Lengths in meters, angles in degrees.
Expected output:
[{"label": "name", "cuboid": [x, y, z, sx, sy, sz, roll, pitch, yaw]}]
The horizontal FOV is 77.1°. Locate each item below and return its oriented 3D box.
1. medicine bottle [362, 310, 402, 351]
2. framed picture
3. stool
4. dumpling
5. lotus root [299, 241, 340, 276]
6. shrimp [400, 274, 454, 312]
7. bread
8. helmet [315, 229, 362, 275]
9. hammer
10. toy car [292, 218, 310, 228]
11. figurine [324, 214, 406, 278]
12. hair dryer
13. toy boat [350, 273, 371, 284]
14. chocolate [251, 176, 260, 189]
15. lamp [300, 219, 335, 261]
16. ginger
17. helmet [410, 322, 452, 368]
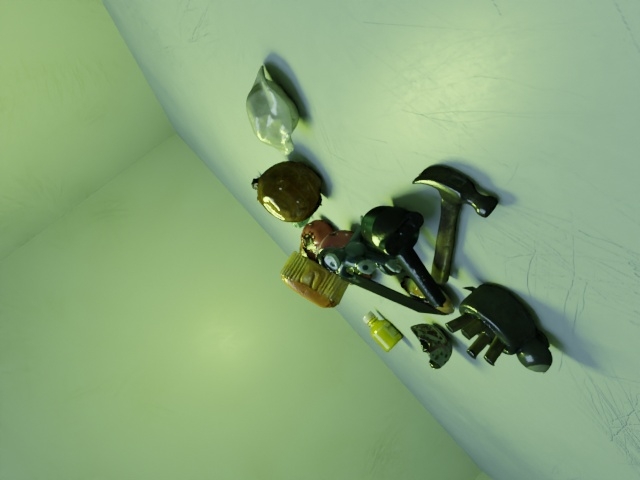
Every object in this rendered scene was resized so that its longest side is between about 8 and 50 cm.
[{"label": "medicine bottle", "cuboid": [0.317, 0.470, 2.112, 0.212, 0.122, 0.122, 45, 168, 18]}, {"label": "framed picture", "cuboid": [0.238, 0.185, 1.385, 0.339, 0.014, 0.255, 23, 170, -3]}, {"label": "stool", "cuboid": [0.399, 0.205, 0.904, 0.228, 0.139, 0.153, 42, 168, 42]}, {"label": "dumpling", "cuboid": [-0.128, -0.342, 1.096, 0.162, 0.132, 0.250, 48, 157, 52]}, {"label": "lotus root", "cuboid": [0.004, 0.080, 1.888, 0.290, 0.193, 0.193, 61, 165, -21]}, {"label": "shrimp", "cuboid": [0.323, 0.161, 1.249, 0.145, 0.061, 0.267, 42, 169, -18]}, {"label": "bread", "cuboid": [-0.030, 0.177, 1.716, 0.288, 0.156, 0.204, 30, 175, -2]}, {"label": "helmet", "cuboid": [0.089, 0.035, 1.466, 0.199, 0.154, 0.253, 10, 149, 9]}, {"label": "hammer", "cuboid": [0.280, -0.002, 0.898, 0.168, 0.044, 0.440, 41, 166, 29]}, {"label": "toy car", "cuboid": [-0.115, -0.147, 1.774, 0.076, 0.090, 0.224, 23, 153, 52]}, {"label": "figurine", "cuboid": [0.134, 0.045, 1.131, 0.193, 0.265, 0.140, 47, 148, 20]}, {"label": "hair dryer", "cuboid": [0.224, 0.050, 0.952, 0.302, 0.116, 0.244, 52, -177, -7]}, {"label": "toy boat", "cuboid": [0.157, 0.151, 1.733, 0.141, 0.099, 0.318, 45, 172, 0]}, {"label": "chocolate", "cuboid": [-0.331, -0.302, 2.120, 0.070, 0.072, 0.147, 48, 175, -13]}, {"label": "lamp", "cuboid": [0.000, 0.000, 1.701, 0.182, 0.140, 0.181, 19, 115, 49]}, {"label": "ginger", "cuboid": [-0.123, -0.182, 1.407, 0.269, 0.200, 0.223, 43, 169, 26]}, {"label": "helmet", "cuboid": [0.420, 0.375, 1.478, 0.176, 0.107, 0.153, 64, -177, 36]}]
